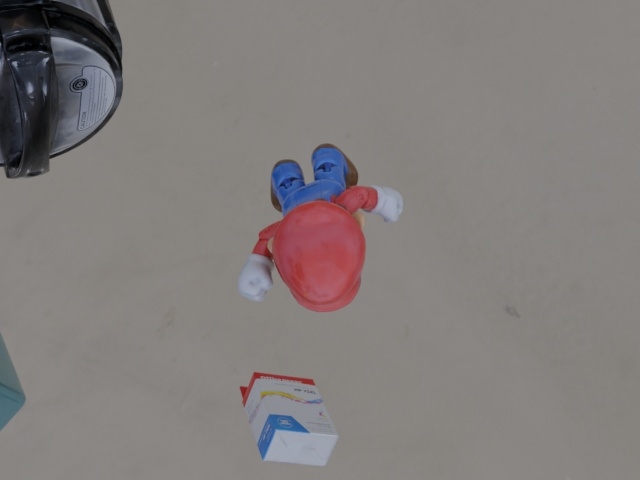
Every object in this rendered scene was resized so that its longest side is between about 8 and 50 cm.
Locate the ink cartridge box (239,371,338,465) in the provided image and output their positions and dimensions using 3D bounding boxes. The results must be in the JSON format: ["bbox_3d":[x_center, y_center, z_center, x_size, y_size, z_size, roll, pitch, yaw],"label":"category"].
[{"bbox_3d":[-0.067,0.332,1.839,0.134,0.231,0.078,11,114,-24],"label":"ink cartridge box"}]

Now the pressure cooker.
[{"bbox_3d":[-0.545,-0.326,1.639,0.375,0.370,0.420,-33,62,13],"label":"pressure cooker"}]

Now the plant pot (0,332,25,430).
[{"bbox_3d":[-0.373,0.102,0.765,0.165,0.166,0.234,-47,136,8],"label":"plant pot"}]

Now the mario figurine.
[{"bbox_3d":[0.000,0.000,1.261,0.170,0.320,0.198,30,113,-17],"label":"mario figurine"}]
